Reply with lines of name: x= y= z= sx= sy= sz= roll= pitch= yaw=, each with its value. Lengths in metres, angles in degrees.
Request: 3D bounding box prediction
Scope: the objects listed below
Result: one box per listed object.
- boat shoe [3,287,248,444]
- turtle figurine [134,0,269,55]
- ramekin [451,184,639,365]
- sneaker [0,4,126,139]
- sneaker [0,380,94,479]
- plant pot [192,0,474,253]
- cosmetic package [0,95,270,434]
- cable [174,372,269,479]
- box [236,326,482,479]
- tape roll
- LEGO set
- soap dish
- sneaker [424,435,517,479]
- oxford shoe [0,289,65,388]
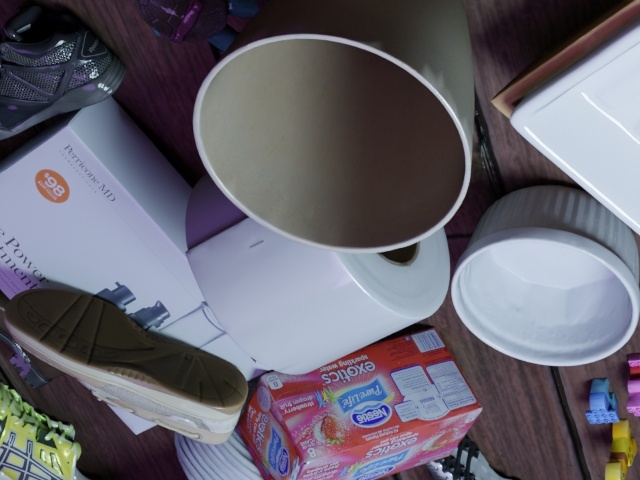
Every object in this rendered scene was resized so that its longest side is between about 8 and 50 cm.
boat shoe: x=-0.236 y=0.154 z=1.968 sx=0.302 sy=0.109 sz=0.098 roll=22 pitch=131 yaw=2
turtle figurine: x=-0.130 y=-0.250 z=1.707 sx=0.234 sy=0.118 sz=0.175 roll=26 pitch=138 yaw=-16
ramekin: x=0.257 y=0.033 z=1.859 sx=0.207 sy=0.109 sz=0.207 roll=11 pitch=138 yaw=10
sneaker: x=-0.340 y=-0.191 z=1.868 sx=0.228 sy=0.087 sz=0.130 roll=-18 pitch=125 yaw=31
sneaker: x=-0.432 y=0.281 z=2.397 sx=0.147 sy=0.145 sz=0.384 roll=-26 pitch=124 yaw=2
plant pot: x=0.043 y=-0.172 z=1.594 sx=0.257 sy=0.274 sz=0.256 roll=11 pitch=135 yaw=11
cosmetic package: x=-0.240 y=0.035 z=2.013 sx=0.284 sy=0.097 sz=0.377 roll=-30 pitch=108 yaw=38
cable: x=-0.056 y=0.271 z=2.121 sx=0.257 sy=0.257 sz=0.089 roll=17 pitch=117 yaw=-26
box: x=0.046 y=0.213 z=2.017 sx=0.257 sy=0.128 sz=0.122 roll=-14 pitch=149 yaw=-29
tape roll: x=0.000 y=0.000 z=1.769 sx=0.169 sy=0.246 sz=0.246 roll=-27 pitch=121 yaw=31
LEGO set: x=0.382 y=0.251 z=2.055 sx=0.087 sy=0.093 sz=0.227 roll=-7 pitch=132 yaw=27
soap dish: x=0.352 y=-0.121 z=1.652 sx=0.291 sy=0.118 sz=0.229 roll=37 pitch=136 yaw=-19
sneaker: x=0.189 y=0.328 z=2.223 sx=0.234 sy=0.078 sz=0.106 roll=37 pitch=133 yaw=-22
oxford shoe: x=-0.392 y=0.090 z=2.205 sx=0.096 sy=0.082 sz=0.227 roll=-24 pitch=125 yaw=15
